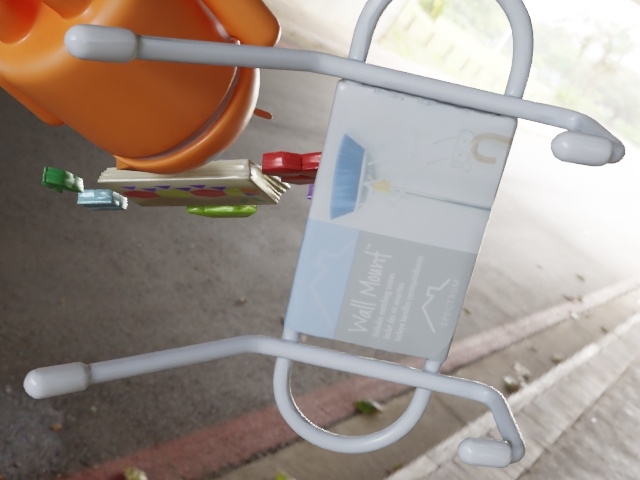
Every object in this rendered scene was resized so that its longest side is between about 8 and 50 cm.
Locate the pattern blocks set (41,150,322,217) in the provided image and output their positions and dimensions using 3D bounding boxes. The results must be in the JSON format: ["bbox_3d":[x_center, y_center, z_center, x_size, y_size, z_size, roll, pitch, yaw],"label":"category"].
[{"bbox_3d":[-0.135,-0.063,1.068,0.325,0.026,0.285,0,-9,2],"label":"pattern blocks set"}]

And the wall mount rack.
[{"bbox_3d":[0.000,0.000,0.580,0.304,0.350,0.130,11,20,-4],"label":"wall mount rack"}]

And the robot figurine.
[{"bbox_3d":[-0.120,-0.122,0.610,0.128,0.158,0.219,44,2,36],"label":"robot figurine"}]
